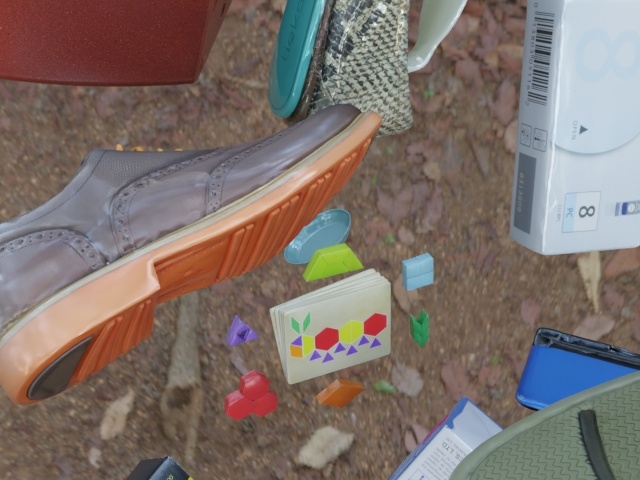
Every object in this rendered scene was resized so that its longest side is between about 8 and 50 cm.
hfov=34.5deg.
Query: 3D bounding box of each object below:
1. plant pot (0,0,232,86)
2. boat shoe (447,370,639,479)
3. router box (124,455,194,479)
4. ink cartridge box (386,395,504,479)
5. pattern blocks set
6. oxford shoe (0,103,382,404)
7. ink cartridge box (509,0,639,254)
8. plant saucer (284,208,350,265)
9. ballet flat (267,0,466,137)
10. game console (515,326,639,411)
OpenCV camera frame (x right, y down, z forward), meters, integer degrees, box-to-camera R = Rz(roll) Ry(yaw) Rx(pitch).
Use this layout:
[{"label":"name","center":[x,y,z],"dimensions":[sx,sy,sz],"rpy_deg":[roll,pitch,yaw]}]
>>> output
[{"label":"plant pot","center":[-0.200,-0.306,1.034],"dimensions":[0.235,0.267,0.267],"rpy_deg":[18,49,-3]},{"label":"boat shoe","center":[0.200,0.095,0.368],"dimensions":[0.302,0.113,0.103],"rpy_deg":[-13,109,2]},{"label":"router box","center":[-0.112,0.244,0.632],"dimensions":[0.133,0.046,0.179],"rpy_deg":[49,56,-15]},{"label":"ink cartridge box","center":[0.160,0.452,1.396],"dimensions":[0.270,0.151,0.395],"rpy_deg":[41,107,11]},{"label":"pattern blocks set","center":[0.017,0.130,1.505],"dimensions":[0.324,0.285,0.026],"rpy_deg":[-7,32,-23]},{"label":"oxford shoe","center":[-0.102,-0.033,0.756],"dimensions":[0.363,0.130,0.133],"rpy_deg":[-33,75,-34]},{"label":"ink cartridge box","center":[0.431,-0.151,1.289],"dimensions":[0.384,0.091,0.308],"rpy_deg":[-4,106,-18]},{"label":"plant saucer","center":[0.000,0.000,1.568],"dimensions":[0.119,0.021,0.119],"rpy_deg":[-28,29,17]},{"label":"ballet flat","center":[0.067,-0.319,0.921],"dimensions":[0.182,0.483,0.164],"rpy_deg":[0,23,-18]},{"label":"game console","center":[0.437,0.252,1.504],"dimensions":[0.293,0.250,0.173],"rpy_deg":[15,60,16]}]
